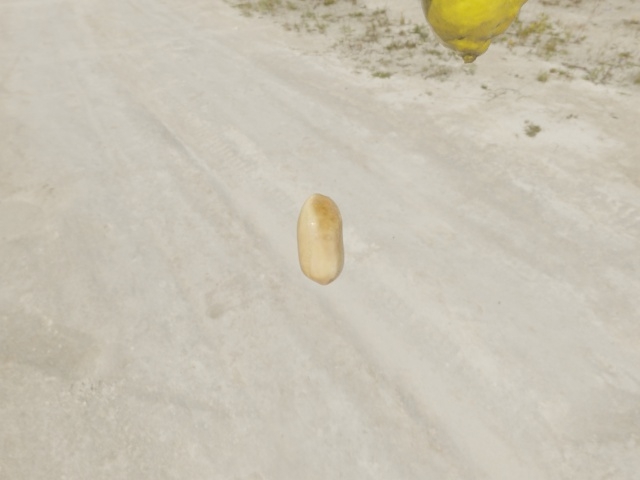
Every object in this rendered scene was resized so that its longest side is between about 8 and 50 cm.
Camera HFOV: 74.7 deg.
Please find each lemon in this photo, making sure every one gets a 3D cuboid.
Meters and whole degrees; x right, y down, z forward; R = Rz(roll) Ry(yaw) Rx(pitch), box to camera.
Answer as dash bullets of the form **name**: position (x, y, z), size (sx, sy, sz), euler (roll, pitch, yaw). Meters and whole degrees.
- **lemon**: position (0.372, -0.634, 1.024), size (0.285, 0.285, 0.316), euler (9, 73, 10)

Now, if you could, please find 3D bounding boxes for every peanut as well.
- **peanut**: position (0.000, 0.000, 0.674), size (0.076, 0.152, 0.076), euler (-3, 13, 1)
